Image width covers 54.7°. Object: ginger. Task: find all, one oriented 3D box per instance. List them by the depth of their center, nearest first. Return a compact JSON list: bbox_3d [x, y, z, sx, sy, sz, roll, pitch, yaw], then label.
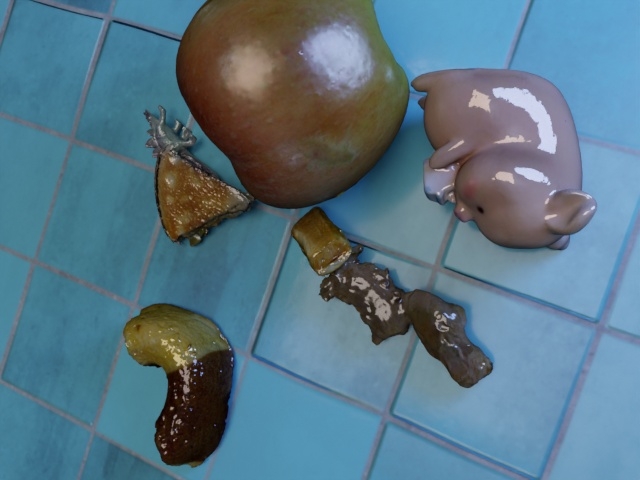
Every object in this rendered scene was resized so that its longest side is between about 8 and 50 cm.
[{"bbox_3d":[0.131,0.119,0.940,0.290,0.084,0.122,32,90,17],"label":"ginger"}]

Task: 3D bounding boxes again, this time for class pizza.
[{"bbox_3d":[-0.197,-0.075,1.067,0.195,0.052,0.185,5,111,21],"label":"pizza"}]

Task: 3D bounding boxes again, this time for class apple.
[{"bbox_3d":[-0.030,-0.225,0.896,0.305,0.338,0.338,-34,77,-2],"label":"apple"}]

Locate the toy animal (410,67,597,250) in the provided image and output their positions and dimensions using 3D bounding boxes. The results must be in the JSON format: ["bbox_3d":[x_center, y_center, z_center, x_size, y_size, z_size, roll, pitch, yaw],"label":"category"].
[{"bbox_3d":[0.246,-0.112,0.854,0.212,0.195,0.256,-7,82,12],"label":"toy animal"}]

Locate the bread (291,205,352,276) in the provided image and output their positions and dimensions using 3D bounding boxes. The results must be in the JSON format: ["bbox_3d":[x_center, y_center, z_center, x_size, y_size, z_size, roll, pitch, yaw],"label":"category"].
[{"bbox_3d":[0.000,0.000,0.979,0.074,0.053,0.132,-41,34,2],"label":"bread"}]

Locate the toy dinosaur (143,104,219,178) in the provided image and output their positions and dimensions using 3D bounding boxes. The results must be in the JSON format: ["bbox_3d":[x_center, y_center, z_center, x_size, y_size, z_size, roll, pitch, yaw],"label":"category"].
[{"bbox_3d":[-0.252,-0.163,1.109,0.209,0.039,0.082,40,99,15],"label":"toy dinosaur"}]

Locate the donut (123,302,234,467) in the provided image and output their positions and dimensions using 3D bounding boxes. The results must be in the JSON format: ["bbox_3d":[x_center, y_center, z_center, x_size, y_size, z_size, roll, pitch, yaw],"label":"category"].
[{"bbox_3d":[-0.229,0.233,1.041,0.151,0.112,0.295,-24,81,18],"label":"donut"}]
